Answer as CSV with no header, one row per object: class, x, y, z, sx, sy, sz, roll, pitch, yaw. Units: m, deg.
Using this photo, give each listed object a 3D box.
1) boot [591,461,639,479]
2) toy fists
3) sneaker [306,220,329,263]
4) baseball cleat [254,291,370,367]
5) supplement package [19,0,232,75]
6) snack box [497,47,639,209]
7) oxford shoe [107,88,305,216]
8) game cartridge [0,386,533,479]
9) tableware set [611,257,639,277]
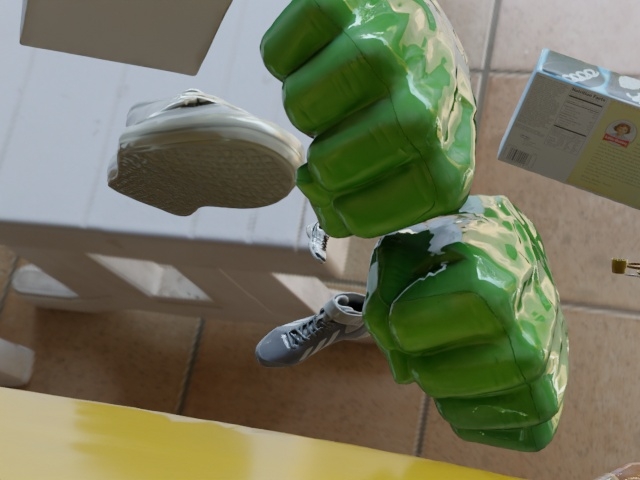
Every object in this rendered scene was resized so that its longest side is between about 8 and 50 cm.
boot,0.364,0.363,0.915,0.220,0.109,0.283,-11,69,-14
toy fists,0.057,-0.013,0.488,0.096,0.142,0.279,-20,109,16
sneaker,0.000,0.000,1.533,0.037,0.032,0.083,-30,52,20
baseball cleat,-0.006,0.128,1.386,0.206,0.109,0.072,-21,57,-10
supplement package,-0.147,-0.277,0.716,0.149,0.194,0.203,6,57,-24
snack box,0.438,-0.142,1.314,0.322,0.187,0.060,21,53,5
oxford shoe,-0.139,-0.110,1.013,0.169,0.449,0.130,25,80,-21
game cartridge,-0.035,0.114,0.291,0.324,0.285,0.052,9,91,2
tableware set,0.469,0.033,1.279,0.104,0.154,0.024,11,102,54
